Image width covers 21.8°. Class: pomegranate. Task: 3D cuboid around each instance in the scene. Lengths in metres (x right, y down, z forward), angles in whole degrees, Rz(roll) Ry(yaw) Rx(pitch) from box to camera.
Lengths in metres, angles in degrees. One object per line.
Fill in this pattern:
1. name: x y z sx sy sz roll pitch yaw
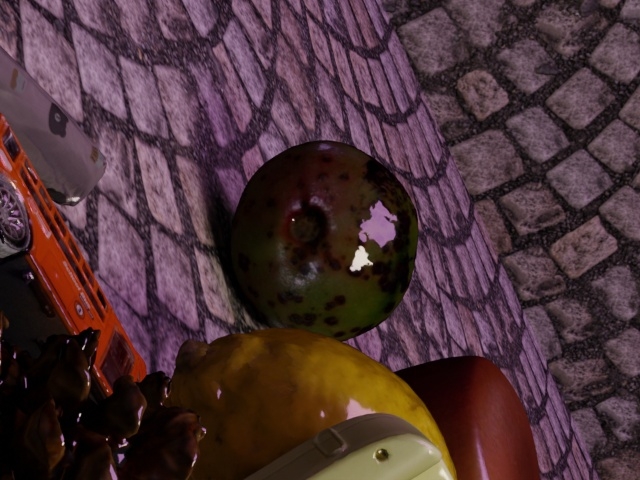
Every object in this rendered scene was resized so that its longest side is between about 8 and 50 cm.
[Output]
1. pomegranate: -0.004 0.016 2.031 0.306 0.242 0.242 120 -44 -69

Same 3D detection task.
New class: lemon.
1. lemon: -0.010 0.226 1.602 0.285 0.285 0.316 -86 173 -54

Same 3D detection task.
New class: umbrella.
1. umbrella: -0.297 -0.138 1.458 0.073 0.067 0.337 -57 142 -14

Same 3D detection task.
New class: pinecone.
1. pinecone: -0.199 0.161 1.124 0.243 0.257 0.243 48 -32 45

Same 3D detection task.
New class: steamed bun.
1. steamed bun: 0.143 0.278 2.096 0.379 0.235 0.248 -43 117 -71

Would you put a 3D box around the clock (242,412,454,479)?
1. clock: 0.037 0.349 1.431 0.348 0.286 0.117 59 -7 -10

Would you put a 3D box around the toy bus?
1. toy bus: -0.234 0.075 1.292 0.329 0.143 0.153 63 17 -18
